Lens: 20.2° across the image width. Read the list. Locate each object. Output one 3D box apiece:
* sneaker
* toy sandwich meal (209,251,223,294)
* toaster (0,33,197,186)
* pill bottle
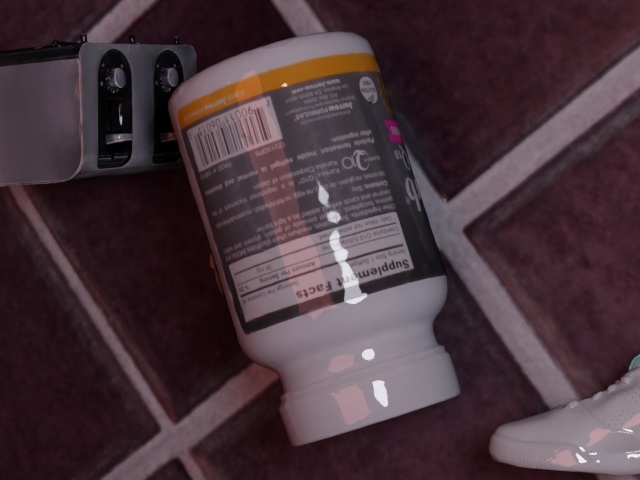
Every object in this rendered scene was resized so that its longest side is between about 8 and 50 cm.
[{"bbox_3d":[0.223,0.118,1.265,0.212,0.080,0.094,-4,84,18],"label":"sneaker"},{"bbox_3d":[-0.048,0.020,1.422,0.086,0.029,0.085,0,91,17],"label":"toy sandwich meal"},{"bbox_3d":[-0.210,-0.101,1.419,0.186,0.168,0.110,-3,93,27],"label":"toaster"},{"bbox_3d":[0.000,0.000,1.320,0.162,0.162,0.278,-20,85,27],"label":"pill bottle"}]
